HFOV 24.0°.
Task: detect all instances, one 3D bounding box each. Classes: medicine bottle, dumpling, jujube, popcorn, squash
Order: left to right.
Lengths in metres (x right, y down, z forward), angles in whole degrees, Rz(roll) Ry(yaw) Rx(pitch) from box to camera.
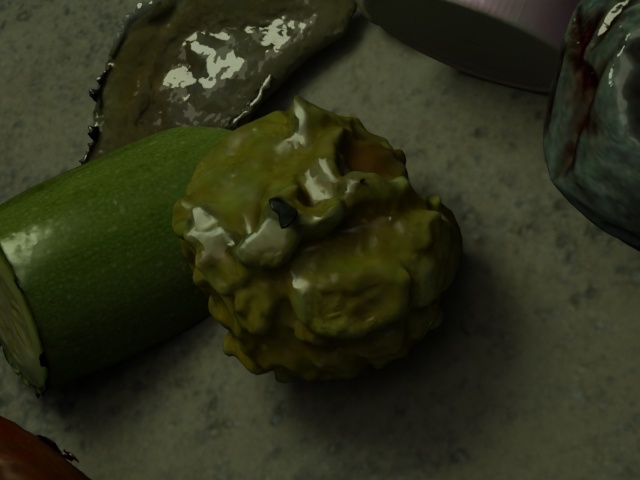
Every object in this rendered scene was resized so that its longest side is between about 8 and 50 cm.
[{"bbox_3d":[-0.184,0.012,1.418,0.260,0.189,0.189,-27,52,-24],"label":"squash"},{"bbox_3d":[-0.126,-0.156,1.476,0.166,0.086,0.332,44,87,1],"label":"dumpling"},{"bbox_3d":[-0.007,-0.002,1.265,0.249,0.225,0.249,-13,56,20],"label":"popcorn"},{"bbox_3d":[0.190,-0.315,1.312,0.256,0.256,0.325,19,85,30],"label":"medicine bottle"},{"bbox_3d":[0.321,-0.089,1.150,0.308,0.215,0.246,31,100,12],"label":"jujube"}]

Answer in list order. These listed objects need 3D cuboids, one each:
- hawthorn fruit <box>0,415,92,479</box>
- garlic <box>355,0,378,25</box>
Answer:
[{"bbox_3d":[-0.304,0.291,1.220,0.316,0.316,0.316,-10,62,20],"label":"hawthorn fruit"},{"bbox_3d":[0.073,-0.234,1.431,0.113,0.094,0.074,39,126,28],"label":"garlic"}]
